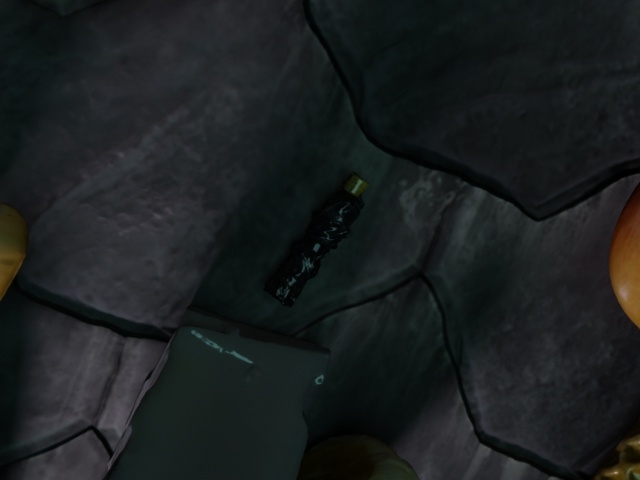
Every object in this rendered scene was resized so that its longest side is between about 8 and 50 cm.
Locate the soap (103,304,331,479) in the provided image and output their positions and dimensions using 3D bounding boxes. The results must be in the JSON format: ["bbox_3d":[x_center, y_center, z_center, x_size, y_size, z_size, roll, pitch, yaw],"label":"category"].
[{"bbox_3d":[-0.096,0.204,0.718,0.159,0.302,0.258,28,94,-10],"label":"soap"}]

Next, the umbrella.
[{"bbox_3d":[0.000,0.000,0.828,0.040,0.037,0.144,34,93,-19],"label":"umbrella"}]

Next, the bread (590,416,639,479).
[{"bbox_3d":[0.347,0.258,0.948,0.077,0.084,0.368,39,92,22],"label":"bread"}]

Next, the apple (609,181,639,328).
[{"bbox_3d":[0.408,0.010,0.846,0.242,0.242,0.241,38,103,-18],"label":"apple"}]

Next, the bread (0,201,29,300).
[{"bbox_3d":[-0.356,0.087,0.704,0.091,0.142,0.305,30,92,-53],"label":"bread"}]

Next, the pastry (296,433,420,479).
[{"bbox_3d":[0.019,0.262,0.830,0.165,0.166,0.088,-33,113,-5],"label":"pastry"}]
